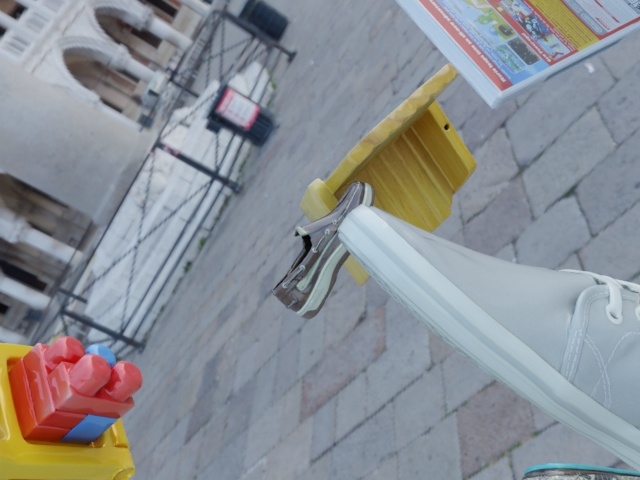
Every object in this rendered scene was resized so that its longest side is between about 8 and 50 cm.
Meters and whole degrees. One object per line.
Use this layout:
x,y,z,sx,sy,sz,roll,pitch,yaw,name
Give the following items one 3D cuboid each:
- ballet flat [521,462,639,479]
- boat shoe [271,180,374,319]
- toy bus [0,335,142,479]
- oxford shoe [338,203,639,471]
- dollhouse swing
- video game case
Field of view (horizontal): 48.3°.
0.540,0.430,1.111,0.164,0.483,0.182,112,154,-58,ballet flat
0.003,-0.001,1.189,0.257,0.095,0.095,-63,13,-19,boat shoe
-0.242,0.139,0.513,0.211,0.220,0.149,-42,54,19,toy bus
0.213,0.081,0.548,0.130,0.449,0.169,-58,13,7,oxford shoe
0.186,-0.124,1.419,0.347,0.315,0.305,-42,15,-22,dollhouse swing
0.246,-0.285,0.849,0.285,0.204,0.025,-29,-19,-23,video game case
